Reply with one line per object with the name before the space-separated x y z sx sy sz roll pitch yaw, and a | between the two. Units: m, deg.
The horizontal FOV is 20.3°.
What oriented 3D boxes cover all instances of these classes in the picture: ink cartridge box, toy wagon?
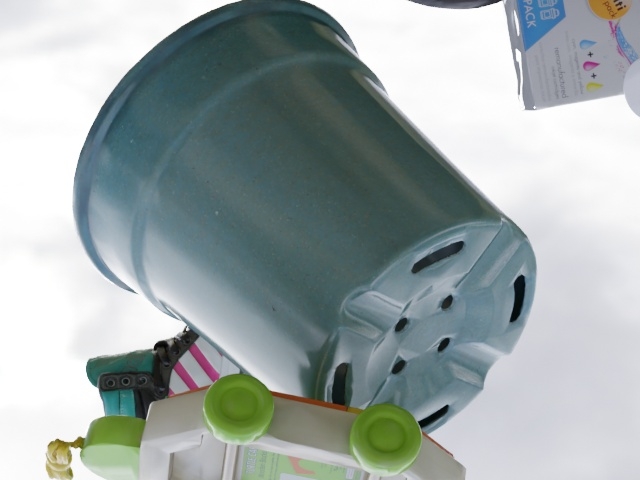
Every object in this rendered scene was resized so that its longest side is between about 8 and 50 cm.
ink cartridge box | 0.240 -0.167 1.396 0.181 0.104 0.061 -11 -176 -5
toy wagon | -0.057 0.193 1.496 0.344 0.267 0.068 12 -122 1

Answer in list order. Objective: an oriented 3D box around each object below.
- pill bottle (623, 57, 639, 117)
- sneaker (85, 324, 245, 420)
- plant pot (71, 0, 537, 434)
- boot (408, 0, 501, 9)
pill bottle | 0.262 -0.115 1.263 0.065 0.065 0.116 23 -154 32
sneaker | -0.162 0.126 1.953 0.178 0.295 0.124 10 177 5
plant pot | 0.000 0.000 1.652 0.341 0.341 0.334 -10 -142 -38
boot | 0.068 -0.318 1.257 0.264 0.280 0.096 14 -163 -24
